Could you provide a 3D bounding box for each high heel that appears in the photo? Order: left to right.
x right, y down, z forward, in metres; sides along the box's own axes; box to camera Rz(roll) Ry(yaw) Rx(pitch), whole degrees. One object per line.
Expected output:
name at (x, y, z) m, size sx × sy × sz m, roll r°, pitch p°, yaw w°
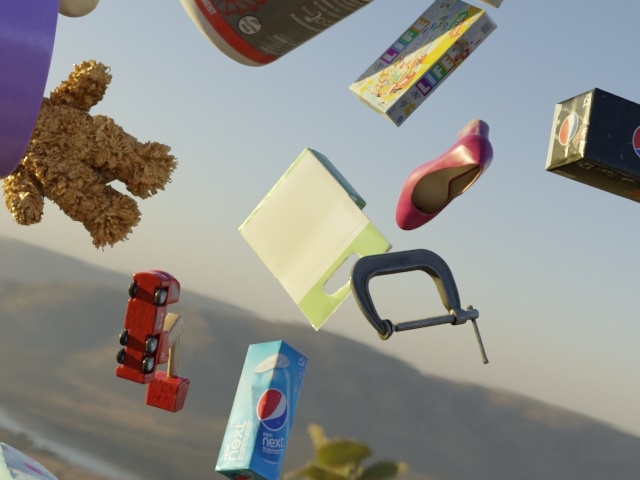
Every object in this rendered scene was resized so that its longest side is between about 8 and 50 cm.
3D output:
high heel at (0.191, -0.078, 2.176) m, size 0.082 × 0.244 × 0.117 m, roll 35°, pitch 34°, yaw -15°

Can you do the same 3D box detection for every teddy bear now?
teddy bear at (-0.362, -0.131, 1.907) m, size 0.338 × 0.245 × 0.113 m, roll 50°, pitch 5°, yaw 15°

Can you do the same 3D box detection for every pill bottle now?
pill bottle at (0.015, -0.373, 1.608) m, size 0.362 × 0.210 × 0.210 m, roll -28°, pitch -28°, yaw 27°

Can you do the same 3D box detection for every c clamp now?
c clamp at (0.107, 0.071, 1.494) m, size 0.160 × 0.137 × 0.022 m, roll -1°, pitch -22°, yaw -32°

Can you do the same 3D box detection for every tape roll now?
tape roll at (-0.355, -0.206, 1.444) m, size 0.090 × 0.275 × 0.275 m, roll 9°, pitch 0°, yaw -25°

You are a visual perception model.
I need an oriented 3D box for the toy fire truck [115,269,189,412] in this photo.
toy fire truck at (-0.207, 0.130, 1.770) m, size 0.047 × 0.192 × 0.135 m, roll 13°, pitch 7°, yaw 20°

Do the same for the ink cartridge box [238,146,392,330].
ink cartridge box at (0.000, 0.000, 2.004) m, size 0.056 × 0.171 × 0.235 m, roll 23°, pitch 22°, yaw -53°

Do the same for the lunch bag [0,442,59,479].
lunch bag at (-0.352, 0.385, 1.724) m, size 0.262 × 0.160 × 0.223 m, roll 61°, pitch -12°, yaw -14°

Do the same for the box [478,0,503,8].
box at (0.215, -0.391, 1.877) m, size 0.102 × 0.101 × 0.087 m, roll 29°, pitch 4°, yaw -37°

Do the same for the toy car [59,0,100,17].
toy car at (-0.372, -0.383, 1.816) m, size 0.182 × 0.136 × 0.159 m, roll -7°, pitch 50°, yaw -26°

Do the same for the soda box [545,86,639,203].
soda box at (0.257, -0.059, 1.043) m, size 0.168 × 0.060 × 0.053 m, roll 18°, pitch -15°, yaw -21°

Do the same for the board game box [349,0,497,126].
board game box at (0.111, -0.201, 1.516) m, size 0.026 × 0.154 × 0.103 m, roll 45°, pitch -1°, yaw -30°

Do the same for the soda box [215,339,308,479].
soda box at (-0.086, 0.258, 2.055) m, size 0.071 × 0.210 × 0.067 m, roll -12°, pitch -37°, yaw 39°
